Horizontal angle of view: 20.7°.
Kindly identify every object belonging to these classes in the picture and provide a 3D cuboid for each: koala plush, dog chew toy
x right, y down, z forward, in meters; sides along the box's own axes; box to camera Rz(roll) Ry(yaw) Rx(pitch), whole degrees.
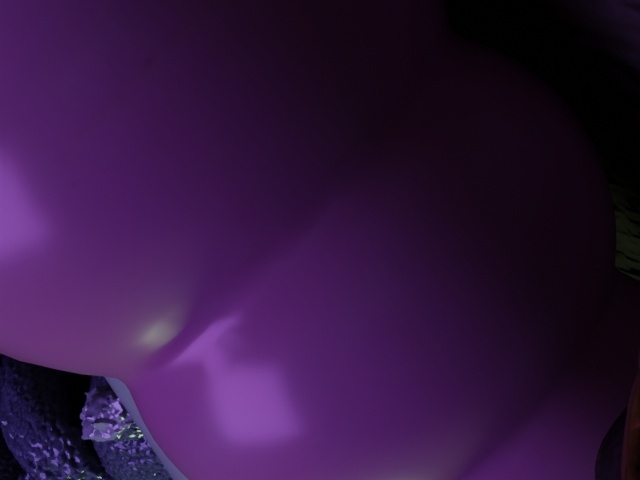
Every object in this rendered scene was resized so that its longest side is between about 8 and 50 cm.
[{"bbox_3d":[-0.109,0.106,1.078,0.196,0.203,0.221,14,160,-43],"label":"koala plush"},{"bbox_3d":[0.000,0.000,0.583,0.332,0.206,0.206,44,164,-10],"label":"dog chew toy"}]

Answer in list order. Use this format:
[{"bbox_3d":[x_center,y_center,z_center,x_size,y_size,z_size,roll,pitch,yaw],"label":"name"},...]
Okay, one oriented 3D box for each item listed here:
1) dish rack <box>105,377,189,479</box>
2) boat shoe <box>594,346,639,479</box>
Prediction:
[{"bbox_3d":[0.042,0.135,0.879,0.285,0.072,0.333,16,147,38],"label":"dish rack"},{"bbox_3d":[0.130,0.072,0.480,0.123,0.123,0.342,0,142,32],"label":"boat shoe"}]
